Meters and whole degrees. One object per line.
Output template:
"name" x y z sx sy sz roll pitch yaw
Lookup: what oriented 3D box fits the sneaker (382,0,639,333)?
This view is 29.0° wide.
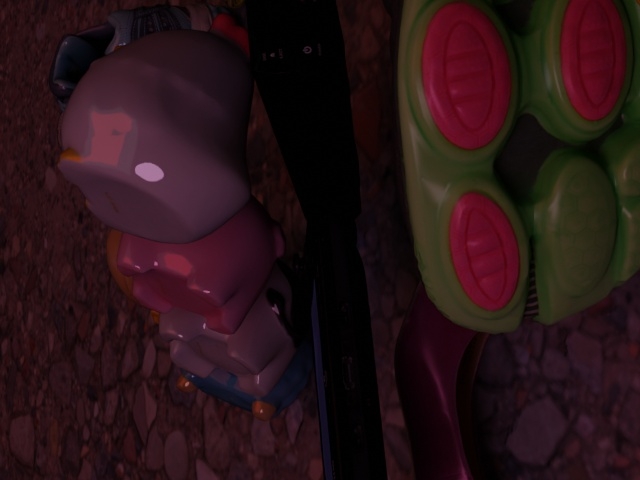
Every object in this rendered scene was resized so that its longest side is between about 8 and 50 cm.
"sneaker" 0.092 -0.189 0.642 0.202 0.185 0.483 139 131 -72

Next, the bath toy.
"bath toy" -0.074 -0.014 0.755 0.348 0.151 0.129 82 -149 -63

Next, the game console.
"game console" 0.000 0.000 0.644 0.213 0.044 0.361 71 -168 -70

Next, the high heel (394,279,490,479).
"high heel" 0.093 0.108 0.691 0.117 0.082 0.244 15 84 21

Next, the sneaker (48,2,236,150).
"sneaker" -0.184 -0.141 1.068 0.283 0.122 0.110 -25 67 54

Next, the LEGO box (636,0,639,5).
"LEGO box" 0.214 -0.197 0.280 0.372 0.193 0.500 102 149 -52

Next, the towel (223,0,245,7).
"towel" -0.111 -0.279 1.062 0.237 0.021 0.102 41 120 51
